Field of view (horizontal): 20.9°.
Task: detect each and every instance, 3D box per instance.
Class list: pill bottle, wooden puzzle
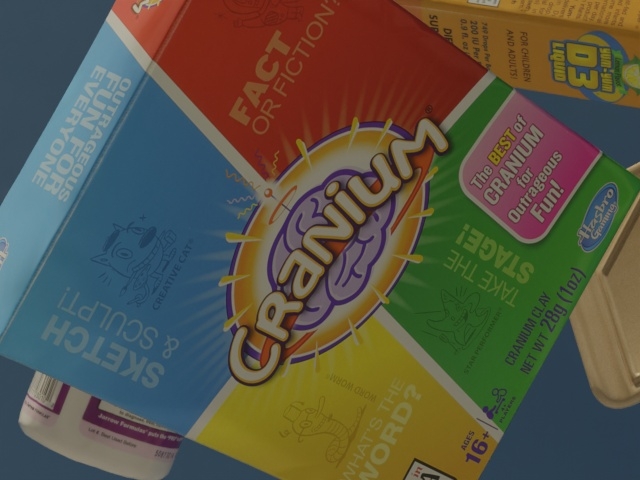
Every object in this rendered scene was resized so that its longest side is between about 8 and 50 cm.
[{"bbox_3d":[-0.184,0.081,1.796,0.169,0.169,0.302,21,-91,9],"label":"pill bottle"},{"bbox_3d":[0.327,0.014,1.521,0.238,0.221,0.044,-25,-37,19],"label":"wooden puzzle"}]

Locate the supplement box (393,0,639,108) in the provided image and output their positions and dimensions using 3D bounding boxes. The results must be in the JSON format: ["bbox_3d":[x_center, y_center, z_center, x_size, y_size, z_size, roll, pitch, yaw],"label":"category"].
[{"bbox_3d":[0.169,-0.151,1.203,0.233,0.080,0.078,9,-35,18],"label":"supplement box"}]

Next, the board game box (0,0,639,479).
[{"bbox_3d":[0.000,0.000,0.900,0.316,0.242,0.064,29,-1,-38],"label":"board game box"}]
